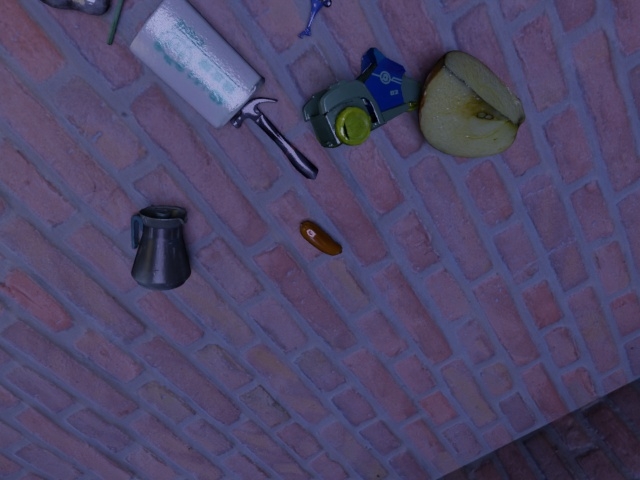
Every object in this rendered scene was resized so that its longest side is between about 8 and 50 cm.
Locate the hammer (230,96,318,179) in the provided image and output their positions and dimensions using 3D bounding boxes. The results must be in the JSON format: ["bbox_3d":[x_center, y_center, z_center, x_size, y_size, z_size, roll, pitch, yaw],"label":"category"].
[{"bbox_3d":[-0.108,-0.289,1.179,0.137,0.037,0.290,-41,113,15],"label":"hammer"}]

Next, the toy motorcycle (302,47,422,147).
[{"bbox_3d":[0.119,-0.390,1.095,0.326,0.191,0.200,-33,108,-12],"label":"toy motorcycle"}]

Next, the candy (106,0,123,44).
[{"bbox_3d":[-0.458,-0.611,0.973,0.091,0.083,0.306,15,123,-32],"label":"candy"}]

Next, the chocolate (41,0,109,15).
[{"bbox_3d":[-0.588,-0.581,0.961,0.166,0.072,0.072,5,115,-10],"label":"chocolate"}]

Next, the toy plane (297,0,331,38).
[{"bbox_3d":[-0.013,-0.600,1.037,0.062,0.054,0.167,27,111,9],"label":"toy plane"}]

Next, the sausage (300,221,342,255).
[{"bbox_3d":[0.000,0.000,1.323,0.183,0.054,0.062,40,133,-25],"label":"sausage"}]

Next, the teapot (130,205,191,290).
[{"bbox_3d":[-0.488,0.015,1.225,0.202,0.171,0.226,15,109,19],"label":"teapot"}]

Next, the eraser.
[{"bbox_3d":[-0.309,-0.449,1.042,0.189,0.104,0.290,-42,113,17],"label":"eraser"}]

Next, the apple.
[{"bbox_3d":[0.402,-0.370,1.118,0.345,0.179,0.254,22,95,-26],"label":"apple"}]
